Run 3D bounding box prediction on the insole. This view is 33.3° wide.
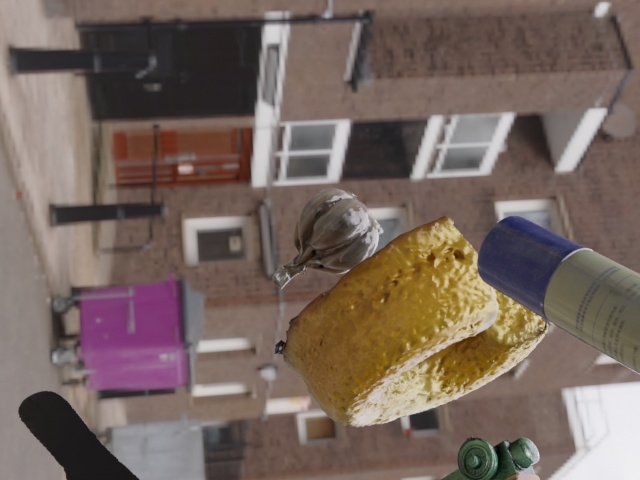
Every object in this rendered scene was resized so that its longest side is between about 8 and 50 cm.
[{"bbox_3d":[-0.347,0.351,1.628,0.322,0.109,0.007,59,11,-24],"label":"insole"}]

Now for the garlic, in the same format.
[{"bbox_3d":[0.000,0.000,1.669,0.131,0.194,0.127,58,-4,-1],"label":"garlic"}]

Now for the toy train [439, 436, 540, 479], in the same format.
[{"bbox_3d":[0.221,0.410,1.589,0.285,0.116,0.177,-39,-125,28],"label":"toy train"}]

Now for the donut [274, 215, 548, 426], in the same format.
[{"bbox_3d":[0.148,0.158,1.659,0.435,0.377,0.163,18,38,-58],"label":"donut"}]

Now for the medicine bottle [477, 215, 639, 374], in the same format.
[{"bbox_3d":[0.204,0.051,0.701,0.231,0.059,0.059,33,-48,43],"label":"medicine bottle"}]
